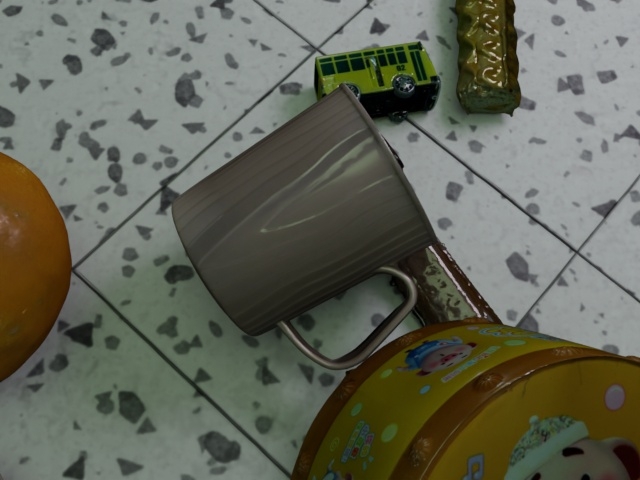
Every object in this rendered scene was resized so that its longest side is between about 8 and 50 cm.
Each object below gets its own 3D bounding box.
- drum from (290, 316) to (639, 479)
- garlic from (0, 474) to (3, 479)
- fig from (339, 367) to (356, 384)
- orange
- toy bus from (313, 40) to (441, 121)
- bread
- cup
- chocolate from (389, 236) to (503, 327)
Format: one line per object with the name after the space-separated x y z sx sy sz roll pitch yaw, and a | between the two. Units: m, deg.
0.187 0.297 0.765 0.430 0.214 0.432 -1 92 -24 | drum
-0.429 0.293 0.876 0.194 0.127 0.131 28 71 29 | garlic
0.094 0.213 0.918 0.165 0.154 0.144 39 47 -26 | fig
-0.444 0.026 0.879 0.311 0.312 0.312 1 68 -3 | orange
0.080 -0.230 1.131 0.174 0.088 0.101 -11 67 -7 | toy bus
0.254 -0.320 1.180 0.098 0.087 0.270 3 68 -2 | bread
-0.003 -0.007 0.957 0.273 0.208 0.288 -30 110 3 | cup
0.131 0.019 1.046 0.102 0.065 0.329 -30 74 -15 | chocolate
